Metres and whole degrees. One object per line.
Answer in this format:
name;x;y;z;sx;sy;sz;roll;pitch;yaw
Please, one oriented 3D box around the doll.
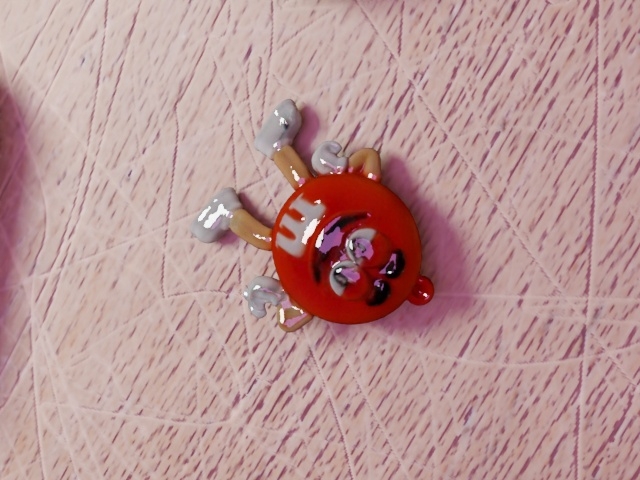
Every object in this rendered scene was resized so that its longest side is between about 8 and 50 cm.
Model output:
doll;0.000;0.000;1.626;0.217;0.085;0.183;41;104;17
